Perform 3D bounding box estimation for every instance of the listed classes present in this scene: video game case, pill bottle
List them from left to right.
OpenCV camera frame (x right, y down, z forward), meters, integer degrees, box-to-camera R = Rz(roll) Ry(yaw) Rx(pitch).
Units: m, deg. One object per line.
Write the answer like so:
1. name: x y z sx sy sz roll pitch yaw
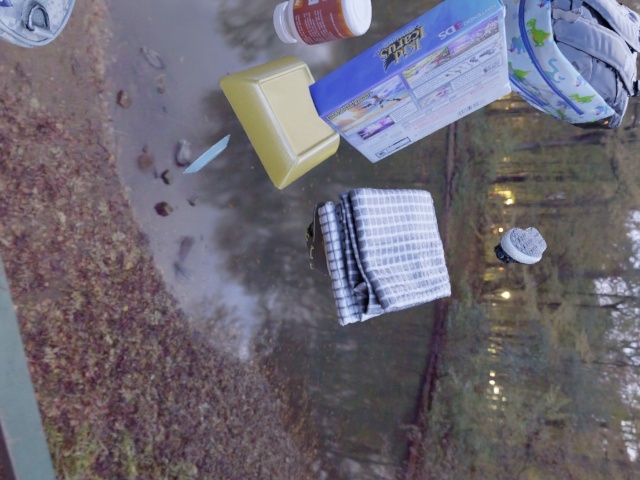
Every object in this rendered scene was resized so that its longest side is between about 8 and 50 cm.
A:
1. pill bottle: 0.000 -0.530 1.012 0.121 0.215 0.121 -12 104 -56
2. video game case: 0.152 -0.239 0.679 0.244 0.269 0.061 14 54 -64

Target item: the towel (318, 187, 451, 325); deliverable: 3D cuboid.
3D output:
1. towel: 0.139 0.019 0.832 0.283 0.121 0.235 -5 83 -47

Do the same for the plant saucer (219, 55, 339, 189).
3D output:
1. plant saucer: -0.080 -0.363 1.245 0.333 0.080 0.333 -43 112 -44

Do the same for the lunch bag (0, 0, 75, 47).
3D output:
1. lunch bag: -0.408 -0.356 0.443 0.212 0.304 0.256 -44 147 -73

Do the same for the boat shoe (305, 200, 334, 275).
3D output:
1. boat shoe: 0.000 0.000 0.908 0.228 0.068 0.081 82 24 -52

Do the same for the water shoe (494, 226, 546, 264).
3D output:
1. water shoe: 0.381 0.023 0.840 0.203 0.080 0.073 -4 61 -51

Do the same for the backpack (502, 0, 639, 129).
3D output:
1. backpack: 0.532 -0.432 0.953 0.355 0.273 0.291 9 90 -46

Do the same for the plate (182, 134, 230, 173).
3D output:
1. plate: -0.343 -0.257 1.317 0.024 0.188 0.188 50 36 -14
